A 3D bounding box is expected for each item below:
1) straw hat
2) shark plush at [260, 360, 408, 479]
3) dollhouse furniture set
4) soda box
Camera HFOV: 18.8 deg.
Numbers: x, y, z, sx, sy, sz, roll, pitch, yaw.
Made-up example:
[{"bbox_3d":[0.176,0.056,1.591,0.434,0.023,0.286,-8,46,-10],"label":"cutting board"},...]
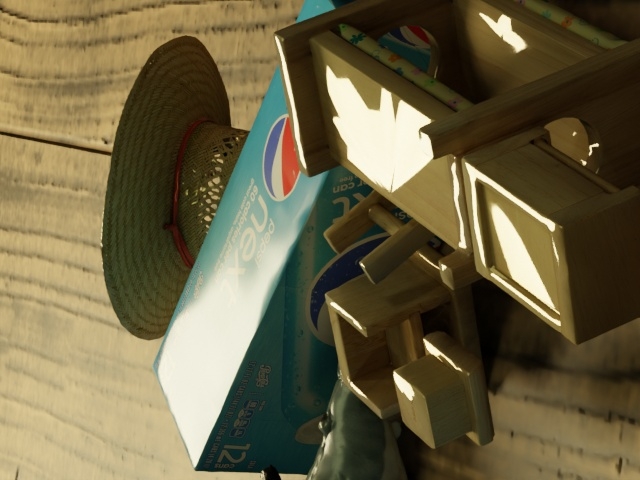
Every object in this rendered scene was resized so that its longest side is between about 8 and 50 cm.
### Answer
[{"bbox_3d":[-0.043,-0.019,0.894,0.061,0.144,0.144,9,94,20],"label":"straw hat"},{"bbox_3d":[0.005,0.105,0.776,0.073,0.067,0.161,46,125,56],"label":"shark plush"},{"bbox_3d":[0.082,0.010,0.665,0.182,0.101,0.161,40,147,52],"label":"dollhouse furniture set"},{"bbox_3d":[0.000,0.000,0.807,0.210,0.067,0.071,-66,33,31],"label":"soda box"}]
